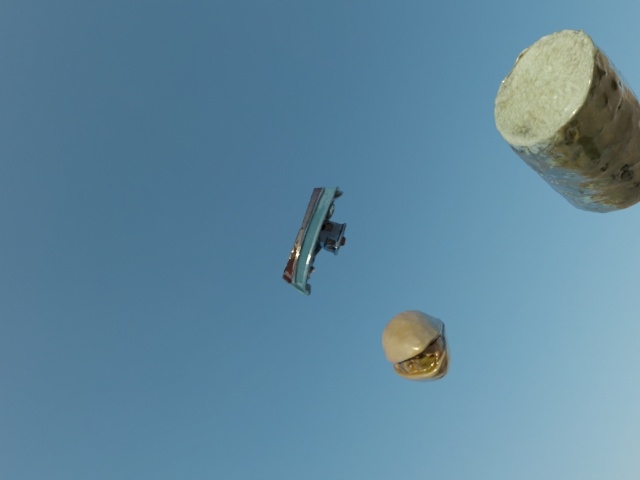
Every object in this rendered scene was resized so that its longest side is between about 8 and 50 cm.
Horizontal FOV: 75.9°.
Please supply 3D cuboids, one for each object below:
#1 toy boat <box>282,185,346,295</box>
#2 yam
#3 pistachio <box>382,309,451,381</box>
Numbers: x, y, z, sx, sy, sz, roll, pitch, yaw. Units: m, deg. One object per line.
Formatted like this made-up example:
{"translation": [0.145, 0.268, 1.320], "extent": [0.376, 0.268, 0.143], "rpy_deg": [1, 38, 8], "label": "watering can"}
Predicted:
{"translation": [0.000, 0.000, 0.807], "extent": [0.097, 0.100, 0.223], "rpy_deg": [18, -106, 3], "label": "toy boat"}
{"translation": [0.251, -0.107, 0.399], "extent": [0.194, 0.107, 0.107], "rpy_deg": [21, -82, -36], "label": "yam"}
{"translation": [0.171, 0.181, 0.716], "extent": [0.124, 0.185, 0.125], "rpy_deg": [0, -90, -2], "label": "pistachio"}
